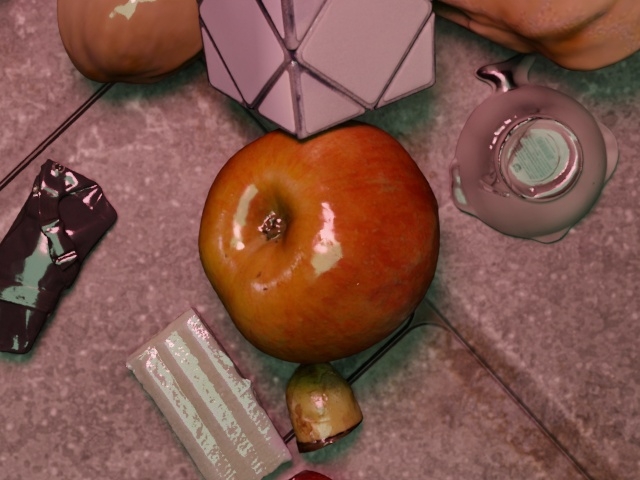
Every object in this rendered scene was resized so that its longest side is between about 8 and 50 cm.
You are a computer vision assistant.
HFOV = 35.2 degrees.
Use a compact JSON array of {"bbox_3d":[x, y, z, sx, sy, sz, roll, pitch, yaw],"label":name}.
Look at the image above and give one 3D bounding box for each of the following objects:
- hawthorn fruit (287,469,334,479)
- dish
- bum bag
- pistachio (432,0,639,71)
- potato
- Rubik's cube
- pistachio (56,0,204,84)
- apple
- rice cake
[{"bbox_3d":[0.000,0.377,1.265,0.172,0.148,0.148,32,92,-19],"label":"hawthorn fruit"},{"bbox_3d":[0.267,-0.115,1.274,0.224,0.078,0.246,-16,91,3],"label":"dish"},{"bbox_3d":[-0.368,0.023,1.298,0.123,0.060,0.248,31,91,1],"label":"bum bag"},{"bbox_3d":[0.257,-0.406,1.185,0.365,0.281,0.446,-22,78,14],"label":"pistachio"},{"bbox_3d":[-0.005,0.207,1.295,0.096,0.066,0.103,-26,89,-2],"label":"potato"},{"bbox_3d":[-0.008,-0.265,1.149,0.205,0.205,0.207,-24,130,-28],"label":"Rubik's cube"},{"bbox_3d":[-0.202,-0.316,1.231,0.197,0.166,0.288,33,90,-10],"label":"pistachio"},{"bbox_3d":[0.000,0.000,1.188,0.301,0.301,0.302,0,91,1],"label":"apple"},{"bbox_3d":[-0.143,0.212,1.307,0.127,0.043,0.237,-35,91,0],"label":"rice cake"}]
